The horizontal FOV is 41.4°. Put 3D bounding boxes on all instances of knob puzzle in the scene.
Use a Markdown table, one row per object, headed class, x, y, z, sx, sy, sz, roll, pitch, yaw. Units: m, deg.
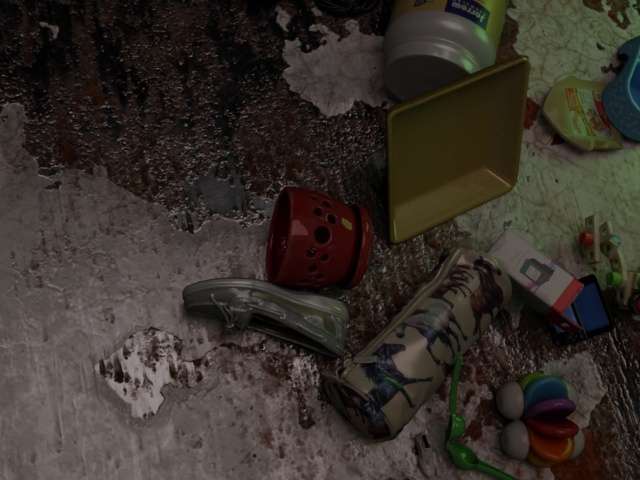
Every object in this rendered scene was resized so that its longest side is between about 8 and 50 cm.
| class | x | y | z | sx | sy | sz | roll | pitch | yaw |
| --- | --- | --- | --- | --- | --- | --- | --- | --- | --- |
| knob puzzle | 0.582 | -0.284 | 1.920 | 0.213 | 0.030 | 0.213 | 7 | 68 | -17 |

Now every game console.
| class | x | y | z | sx | sy | sz | roll | pitch | yaw |
| --- | --- | --- | --- | --- | --- | --- | --- | --- | --- |
| game console | 0.522 | 0.143 | 1.737 | 0.107 | 0.071 | 0.122 | -11 | 73 | -16 |

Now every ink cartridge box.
| class | x | y | z | sx | sy | sz | roll | pitch | yaw |
| --- | --- | --- | --- | --- | --- | --- | --- | --- | --- |
| ink cartridge box | 0.433 | 0.083 | 1.686 | 0.231 | 0.134 | 0.078 | 38 | 85 | 9 |

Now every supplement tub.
| class | x | y | z | sx | sy | sz | roll | pitch | yaw |
| --- | --- | --- | --- | --- | --- | --- | --- | --- | --- |
| supplement tub | 0.270 | -0.468 | 1.811 | 0.241 | 0.241 | 0.331 | 18 | 68 | -5 |

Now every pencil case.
| class | x | y | z | sx | sy | sz | roll | pitch | yaw |
| --- | --- | --- | --- | --- | --- | --- | --- | --- | --- |
| pencil case | 0.189 | 0.182 | 1.595 | 0.410 | 0.183 | 0.160 | -45 | 40 | -21 |

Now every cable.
| class | x | y | z | sx | sy | sz | roll | pitch | yaw |
| --- | --- | --- | --- | --- | --- | --- | --- | --- | --- |
| cable | 0.072 | -0.583 | 1.914 | 0.184 | 0.047 | 0.150 | -15 | 74 | -17 |

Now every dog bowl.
| class | x | y | z | sx | sy | sz | roll | pitch | yaw |
| --- | --- | --- | --- | --- | --- | --- | --- | --- | --- |
| dog bowl | 0.762 | -0.368 | 1.957 | 0.166 | 0.074 | 0.297 | 31 | 64 | -6 |

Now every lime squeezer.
| class | x | y | z | sx | sy | sz | roll | pitch | yaw |
| --- | --- | --- | --- | --- | --- | --- | --- | --- | --- |
| lime squeezer | 0.279 | 0.364 | 1.579 | 0.310 | 0.110 | 0.059 | 62 | 31 | -11 |

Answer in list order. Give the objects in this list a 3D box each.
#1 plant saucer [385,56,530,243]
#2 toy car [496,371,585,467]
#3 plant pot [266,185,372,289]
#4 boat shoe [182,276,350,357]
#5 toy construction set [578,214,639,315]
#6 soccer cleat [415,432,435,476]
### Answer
| class | x | y | z | sx | sy | sz | roll | pitch | yaw |
| --- | --- | --- | --- | --- | --- | --- | --- | --- | --- |
| plant saucer | 0.254 | -0.190 | 1.701 | 0.332 | 0.333 | 0.081 | -25 | 46 | -20 |
| toy car | 0.431 | 0.337 | 1.613 | 0.159 | 0.136 | 0.182 | 1 | 71 | -11 |
| plant pot | 0.000 | 0.000 | 1.614 | 0.174 | 0.191 | 0.191 | 7 | 69 | -13 |
| boat shoe | -0.102 | 0.144 | 1.582 | 0.320 | 0.118 | 0.103 | 13 | 65 | -15 |
| toy construction set | 0.704 | 0.047 | 1.768 | 0.327 | 0.151 | 0.215 | 6 | 94 | -2 |
| soccer cleat | 0.199 | 0.403 | 1.594 | 0.029 | 0.035 | 0.083 | -7 | 72 | -15 |
